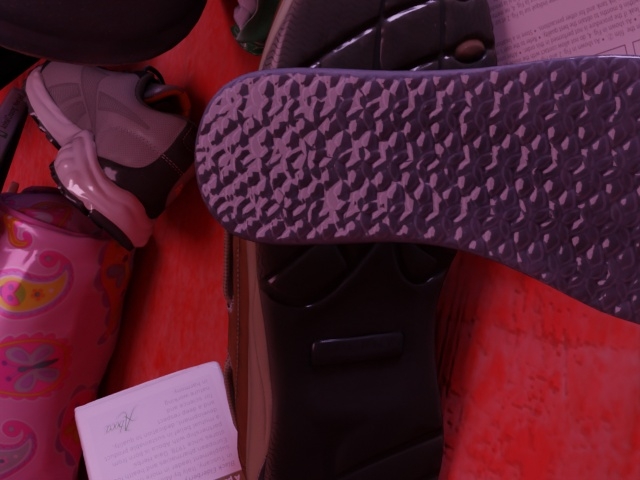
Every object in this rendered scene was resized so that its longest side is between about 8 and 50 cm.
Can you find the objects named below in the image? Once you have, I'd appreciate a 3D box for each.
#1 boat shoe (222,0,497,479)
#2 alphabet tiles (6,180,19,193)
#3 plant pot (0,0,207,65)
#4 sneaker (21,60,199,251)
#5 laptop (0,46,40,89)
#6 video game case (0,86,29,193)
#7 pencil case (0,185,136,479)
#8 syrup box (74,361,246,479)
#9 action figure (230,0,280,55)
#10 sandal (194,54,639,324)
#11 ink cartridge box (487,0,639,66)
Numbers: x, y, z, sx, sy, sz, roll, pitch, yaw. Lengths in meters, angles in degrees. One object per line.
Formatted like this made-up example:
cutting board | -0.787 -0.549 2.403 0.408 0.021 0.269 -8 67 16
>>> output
boat shoe | 0.000 0.000 0.570 0.120 0.123 0.324 -141 56 -62
alphabet tiles | -0.329 0.090 1.040 0.284 0.021 0.278 -115 47 -71
plant pot | -0.111 -0.334 0.652 0.334 0.341 0.341 -37 55 37
sneaker | -0.153 -0.089 0.866 0.108 0.100 0.271 -42 35 1
laptop | -0.277 -0.344 1.075 0.382 0.236 0.407 -15 91 54
video game case | -0.288 -0.003 0.917 0.193 0.023 0.212 -104 37 -67
pencil case | -0.228 0.101 0.903 0.124 0.124 0.284 37 116 52
syrup box | -0.061 0.197 0.636 0.093 0.096 0.237 79 171 -52
action figure | -0.004 -0.181 0.642 0.063 0.137 0.232 47 142 8
sandal | 0.076 -0.029 0.443 0.255 0.054 0.097 12 99 18
ink cartridge box | 0.138 -0.116 0.484 0.181 0.056 0.224 -13 93 54
